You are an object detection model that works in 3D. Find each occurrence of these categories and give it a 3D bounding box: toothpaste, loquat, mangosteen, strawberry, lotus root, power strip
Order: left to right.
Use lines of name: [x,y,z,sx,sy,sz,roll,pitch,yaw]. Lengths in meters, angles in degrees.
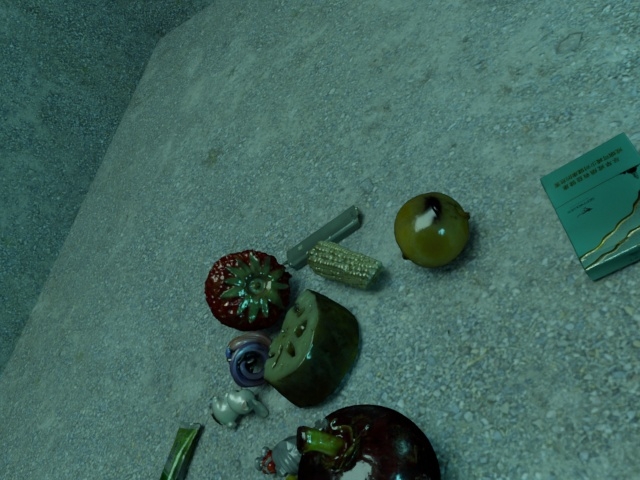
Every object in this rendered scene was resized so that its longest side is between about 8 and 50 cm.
toothpaste: [-0.339,0.535,1.399,0.078,0.047,0.248,-9,53,40]
strawberry: [-0.191,0.123,1.480,0.244,0.205,0.205,-24,41,63]
lotus root: [-0.013,0.220,1.253,0.138,0.119,0.235,1,60,53]
power strip: [0.000,0.000,1.495,0.253,0.027,0.060,-35,41,21]
mangosteen: [0.056,0.352,0.956,0.235,0.261,0.235,-26,36,21]
loquat: [0.215,-0.020,1.200,0.163,0.137,0.163,-11,71,34]

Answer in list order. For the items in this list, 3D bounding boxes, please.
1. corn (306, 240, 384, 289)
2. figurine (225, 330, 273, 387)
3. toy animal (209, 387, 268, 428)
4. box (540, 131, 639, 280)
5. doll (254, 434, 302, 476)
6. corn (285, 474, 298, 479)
corn: [0.059,0.059,1.350,0.211,0.087,0.087,21,76,45]
figurine: [-0.160,0.253,1.391,0.157,0.126,0.114,-128,53,-66]
toy animal: [-0.182,0.361,1.352,0.124,0.071,0.085,-34,47,27]
box: [0.484,-0.060,1.029,0.162,0.041,0.229,-32,41,25]
doll: [-0.067,0.419,1.192,0.180,0.079,0.094,-29,17,47]
corn: [-0.051,0.570,1.012,0.120,0.120,0.363,-13,53,39]
